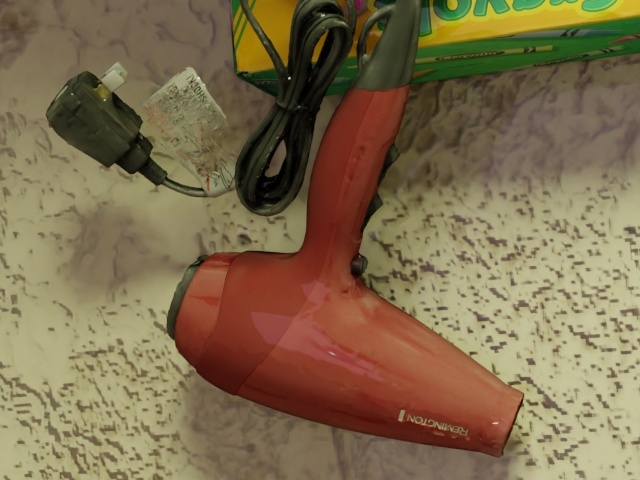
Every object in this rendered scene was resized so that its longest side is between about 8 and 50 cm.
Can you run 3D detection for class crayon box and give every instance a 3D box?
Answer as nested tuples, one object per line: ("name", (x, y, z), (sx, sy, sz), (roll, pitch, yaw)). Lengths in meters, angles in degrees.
("crayon box", (0.091, -0.175, 0.800), (0.278, 0.081, 0.165), (-6, 82, 17))

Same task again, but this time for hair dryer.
("hair dryer", (0.000, 0.000, 0.774), (0.223, 0.080, 0.293), (-28, 105, 37))
